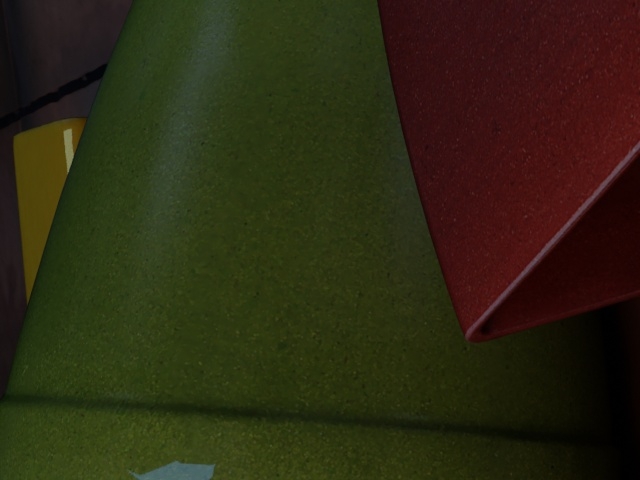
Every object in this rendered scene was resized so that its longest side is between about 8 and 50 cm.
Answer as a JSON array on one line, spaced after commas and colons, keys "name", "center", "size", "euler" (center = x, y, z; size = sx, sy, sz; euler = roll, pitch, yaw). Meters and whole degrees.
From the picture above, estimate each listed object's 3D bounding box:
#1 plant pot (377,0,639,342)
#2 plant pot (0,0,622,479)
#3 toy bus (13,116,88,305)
[{"name": "plant pot", "center": [0.167, -0.145, 0.546], "size": [0.236, 0.267, 0.267], "euler": [65, 149, 22]}, {"name": "plant pot", "center": [0.000, 0.000, 0.744], "size": [0.366, 0.366, 0.353], "euler": [-5, 79, 46]}, {"name": "toy bus", "center": [-0.156, 0.074, 1.035], "size": [0.108, 0.130, 0.333], "euler": [-8, 86, 46]}]
